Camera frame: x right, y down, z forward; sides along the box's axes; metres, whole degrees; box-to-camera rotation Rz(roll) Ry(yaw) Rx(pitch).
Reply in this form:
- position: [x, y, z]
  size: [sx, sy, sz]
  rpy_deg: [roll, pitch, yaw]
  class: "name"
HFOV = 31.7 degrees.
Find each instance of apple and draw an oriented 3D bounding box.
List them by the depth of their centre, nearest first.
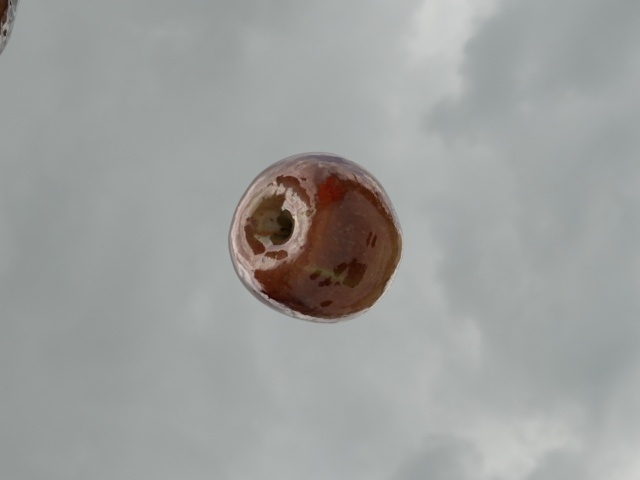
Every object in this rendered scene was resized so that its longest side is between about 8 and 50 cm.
- position: [0.000, 0.000, 1.302]
  size: [0.162, 0.201, 0.201]
  rpy_deg: [18, -78, -50]
  class: "apple"

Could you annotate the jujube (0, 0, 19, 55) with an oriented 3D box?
- position: [-0.403, -0.315, 1.150]
  size: [0.223, 0.318, 0.223]
  rpy_deg: [-11, -26, -5]
  class: "jujube"
